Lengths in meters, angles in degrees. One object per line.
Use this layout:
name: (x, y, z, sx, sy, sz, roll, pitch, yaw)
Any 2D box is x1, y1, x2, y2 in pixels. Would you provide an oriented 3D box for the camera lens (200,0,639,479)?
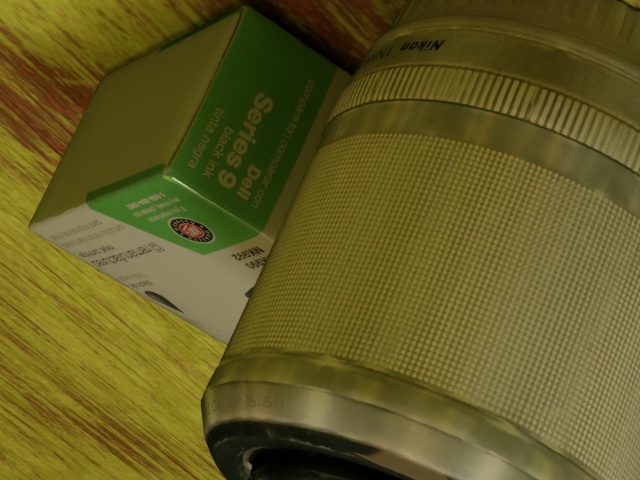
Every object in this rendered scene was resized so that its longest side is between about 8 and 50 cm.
camera lens: (0.081, 0.033, 0.977, 0.219, 0.274, 0.219, 21, 158, 9)

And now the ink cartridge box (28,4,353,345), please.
ink cartridge box: (0.000, 0.000, 1.191, 0.289, 0.121, 0.211, 32, 158, -21)
